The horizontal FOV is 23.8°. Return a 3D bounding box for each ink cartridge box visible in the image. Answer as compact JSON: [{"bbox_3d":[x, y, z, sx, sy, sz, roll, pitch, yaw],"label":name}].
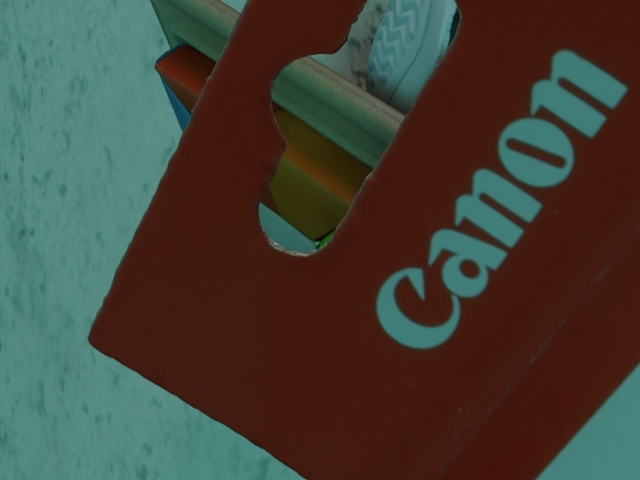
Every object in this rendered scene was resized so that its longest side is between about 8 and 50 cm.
[{"bbox_3d":[0.113,0.068,0.425,0.385,0.091,0.308,34,131,4],"label":"ink cartridge box"}]

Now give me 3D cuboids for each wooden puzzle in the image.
[{"bbox_3d":[0.000,0.000,0.680,0.239,0.044,0.221,43,161,45],"label":"wooden puzzle"}]

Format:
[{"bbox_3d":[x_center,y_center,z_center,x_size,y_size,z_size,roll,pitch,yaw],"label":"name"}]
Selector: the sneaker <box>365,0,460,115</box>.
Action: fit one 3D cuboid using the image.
[{"bbox_3d":[0.156,-0.097,0.499,0.210,0.137,0.366,59,139,30],"label":"sneaker"}]
